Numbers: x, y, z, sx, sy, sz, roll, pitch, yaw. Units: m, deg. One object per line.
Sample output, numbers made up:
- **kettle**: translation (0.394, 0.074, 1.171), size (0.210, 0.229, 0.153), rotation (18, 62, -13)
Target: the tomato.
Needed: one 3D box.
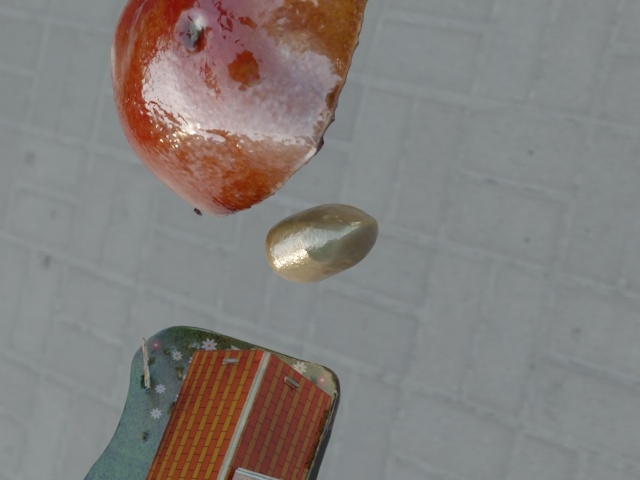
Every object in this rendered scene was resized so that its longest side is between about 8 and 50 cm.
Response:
- **tomato**: translation (-0.089, -0.189, 1.330), size (0.338, 0.144, 0.338), rotation (-44, 34, 41)

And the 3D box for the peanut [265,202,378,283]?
- **peanut**: translation (0.000, 0.000, 1.511), size (0.152, 0.076, 0.076), rotation (-17, 73, 53)

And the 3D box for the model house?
- **model house**: translation (-0.108, 0.197, 1.378), size (0.207, 0.154, 0.294), rotation (18, 64, 4)
